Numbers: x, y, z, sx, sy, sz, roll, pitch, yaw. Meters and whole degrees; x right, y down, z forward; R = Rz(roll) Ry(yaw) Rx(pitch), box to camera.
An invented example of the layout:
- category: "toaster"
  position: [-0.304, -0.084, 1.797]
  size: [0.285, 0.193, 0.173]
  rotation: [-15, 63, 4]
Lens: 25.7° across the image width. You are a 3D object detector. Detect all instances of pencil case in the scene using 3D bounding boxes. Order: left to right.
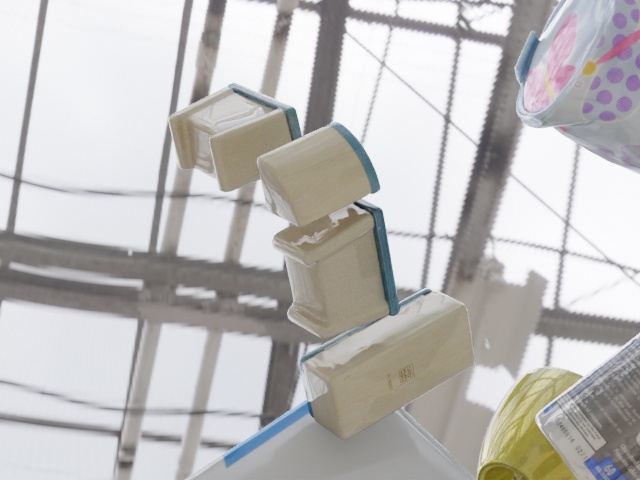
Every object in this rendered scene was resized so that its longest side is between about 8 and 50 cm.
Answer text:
- category: "pencil case"
  position: [0.257, -0.068, 0.859]
  size: [0.273, 0.124, 0.113]
  rotation: [25, -89, -12]

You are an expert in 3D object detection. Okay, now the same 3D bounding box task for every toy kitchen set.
- category: "toy kitchen set"
  position: [0.000, 0.000, 0.994]
  size: [0.122, 0.166, 0.207]
  rotation: [-26, -59, -27]

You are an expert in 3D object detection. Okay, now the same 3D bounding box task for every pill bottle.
- category: "pill bottle"
  position: [0.219, 0.107, 0.936]
  size: [0.137, 0.078, 0.078]
  rotation: [-39, -70, 5]

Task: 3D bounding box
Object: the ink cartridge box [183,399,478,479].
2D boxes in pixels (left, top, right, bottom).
- category: "ink cartridge box"
  position: [-0.065, 0.326, 1.050]
  size: [0.166, 0.285, 0.395]
  rotation: [42, -44, 20]

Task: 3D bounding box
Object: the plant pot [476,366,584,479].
- category: "plant pot"
  position: [0.183, 0.185, 1.152]
  size: [0.095, 0.134, 0.134]
  rotation: [-34, -62, -37]
